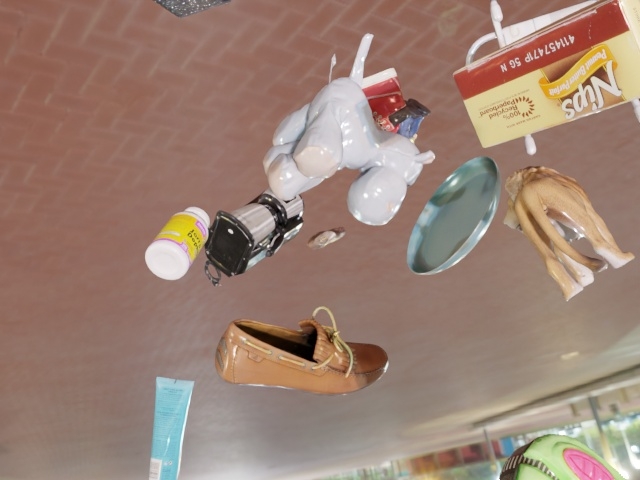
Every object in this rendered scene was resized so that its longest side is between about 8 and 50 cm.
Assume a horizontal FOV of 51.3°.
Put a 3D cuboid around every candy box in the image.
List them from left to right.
[{"bbox_3d":[0.304,-0.203,0.661,0.316,0.087,0.183,-31,-169,-33],"label":"candy box"}]

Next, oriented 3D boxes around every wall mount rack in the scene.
[{"bbox_3d":[0.465,-0.339,1.277,0.350,0.304,0.130,-15,-177,15],"label":"wall mount rack"}]

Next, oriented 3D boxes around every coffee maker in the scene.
[{"bbox_3d":[-0.132,-0.019,1.285,0.171,0.120,0.178,-30,-176,43],"label":"coffee maker"}]

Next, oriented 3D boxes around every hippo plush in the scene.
[{"bbox_3d":[0.054,-0.153,1.206,0.236,0.294,0.234,34,156,-23],"label":"hippo plush"}]

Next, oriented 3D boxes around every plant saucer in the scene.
[{"bbox_3d":[0.315,-0.051,1.551,0.044,0.317,0.317,32,144,-15],"label":"plant saucer"}]

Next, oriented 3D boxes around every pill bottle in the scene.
[{"bbox_3d":[-0.139,0.000,0.665,0.043,0.083,0.043,6,124,10],"label":"pill bottle"}]

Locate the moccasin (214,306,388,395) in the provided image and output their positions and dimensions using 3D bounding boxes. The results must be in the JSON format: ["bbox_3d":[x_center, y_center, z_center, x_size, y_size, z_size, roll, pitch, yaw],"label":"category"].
[{"bbox_3d":[-0.022,0.220,1.353,0.380,0.139,0.147,13,112,-23],"label":"moccasin"}]

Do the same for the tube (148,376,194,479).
[{"bbox_3d":[-0.295,0.373,1.291,0.080,0.207,0.052,4,170,8],"label":"tube"}]

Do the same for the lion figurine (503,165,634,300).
[{"bbox_3d":[0.381,-0.039,1.076,0.142,0.240,0.392,-35,166,13],"label":"lion figurine"}]

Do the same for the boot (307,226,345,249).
[{"bbox_3d":[0.000,0.000,1.536,0.106,0.037,0.114,-28,-179,18],"label":"boot"}]

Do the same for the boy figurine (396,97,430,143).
[{"bbox_3d":[0.237,-0.295,2.056,0.177,0.092,0.285,-25,151,-47],"label":"boy figurine"}]

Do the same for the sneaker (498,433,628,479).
[{"bbox_3d":[0.242,0.401,0.662,0.185,0.482,0.202,-32,-157,-32],"label":"sneaker"}]

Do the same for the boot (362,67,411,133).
[{"bbox_3d":[0.125,-0.356,1.859,0.244,0.176,0.088,-21,-175,-5],"label":"boot"}]

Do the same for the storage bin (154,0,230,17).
[{"bbox_3d":[-0.260,-0.550,1.377,0.180,0.122,0.084,-2,166,35],"label":"storage bin"}]
